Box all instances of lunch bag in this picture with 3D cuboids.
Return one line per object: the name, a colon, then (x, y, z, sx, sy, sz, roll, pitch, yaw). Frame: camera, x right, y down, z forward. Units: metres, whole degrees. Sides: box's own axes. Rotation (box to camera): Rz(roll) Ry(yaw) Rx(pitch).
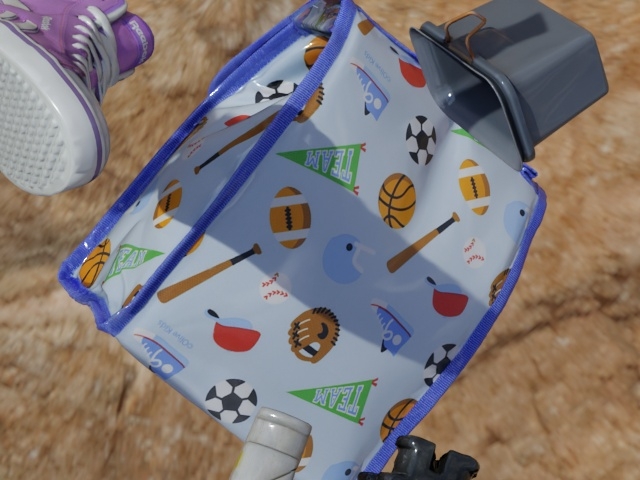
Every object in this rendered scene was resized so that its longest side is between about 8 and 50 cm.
lunch bag: (0.000, 0.000, 1.560, 0.328, 0.239, 0.385, 40, 87, -28)

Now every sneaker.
sneaker: (-0.173, -0.125, 1.143, 0.161, 0.282, 0.102, -15, 121, -26)

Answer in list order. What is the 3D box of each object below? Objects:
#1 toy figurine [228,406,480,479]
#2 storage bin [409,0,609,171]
toy figurine: (0.036, 0.209, 1.005, 0.209, 0.213, 0.148, 37, 68, -45)
storage bin: (0.138, -0.130, 1.183, 0.091, 0.135, 0.098, -32, 127, -10)
